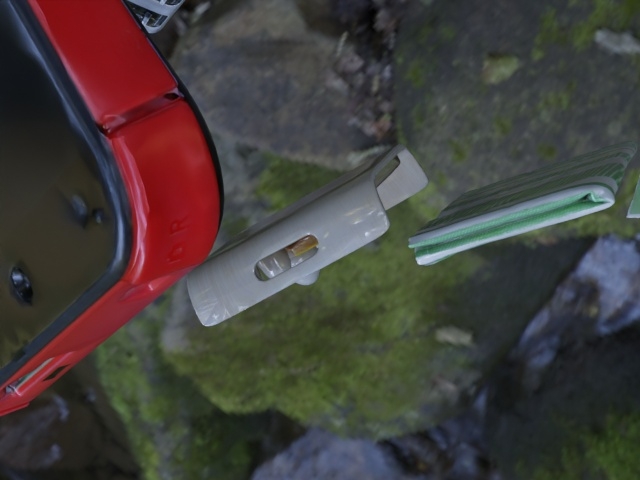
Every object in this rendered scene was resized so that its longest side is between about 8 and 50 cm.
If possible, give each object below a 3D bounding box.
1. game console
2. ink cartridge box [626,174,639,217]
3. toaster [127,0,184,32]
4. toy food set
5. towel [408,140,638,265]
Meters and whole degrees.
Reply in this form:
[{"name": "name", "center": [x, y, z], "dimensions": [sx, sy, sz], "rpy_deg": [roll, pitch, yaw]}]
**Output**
[{"name": "game console", "center": [-0.217, -0.084, 0.810], "dimensions": [0.342, 0.060, 0.386], "rpy_deg": [60, 144, 4]}, {"name": "ink cartridge box", "center": [0.381, -0.112, 1.323], "dimensions": [0.171, 0.235, 0.056], "rpy_deg": [-2, 151, 43]}, {"name": "toaster", "center": [-0.193, -0.360, 1.826], "dimensions": [0.110, 0.186, 0.168], "rpy_deg": [27, 157, -16]}, {"name": "toy food set", "center": [0.000, 0.000, 1.615], "dimensions": [0.219, 0.306, 0.092], "rpy_deg": [-28, 95, 15]}, {"name": "towel", "center": [0.246, -0.048, 1.775], "dimensions": [0.248, 0.325, 0.038], "rpy_deg": [-19, 95, 18]}]
